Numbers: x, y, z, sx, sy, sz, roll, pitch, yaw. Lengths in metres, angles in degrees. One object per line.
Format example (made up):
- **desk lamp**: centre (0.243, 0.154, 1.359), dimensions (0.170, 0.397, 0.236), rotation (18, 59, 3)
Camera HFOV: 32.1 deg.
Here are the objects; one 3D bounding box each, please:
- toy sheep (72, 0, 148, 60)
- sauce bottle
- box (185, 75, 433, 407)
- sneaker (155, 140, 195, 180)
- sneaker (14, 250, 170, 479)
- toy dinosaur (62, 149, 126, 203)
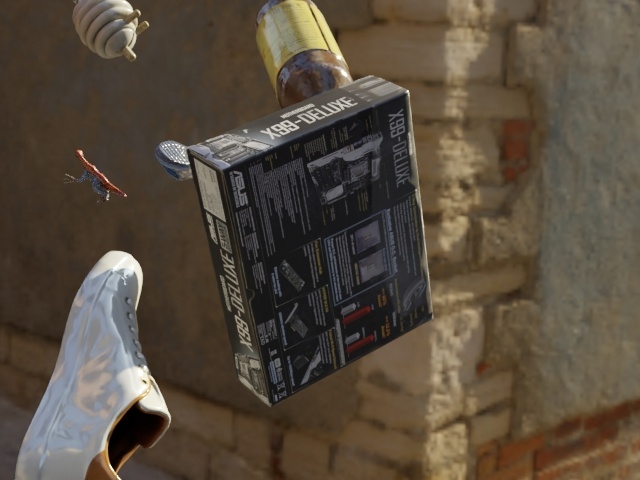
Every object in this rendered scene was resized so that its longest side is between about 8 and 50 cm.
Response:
- **toy sheep**: centre (-0.288, -0.294, 1.512), dimensions (0.091, 0.091, 0.132), rotation (-9, 51, -47)
- **sauce bottle**: centre (-0.015, -0.226, 1.547), dimensions (0.111, 0.111, 0.344), rotation (0, 37, -13)
- **box**: centre (0.000, 0.000, 1.241), dimensions (0.242, 0.307, 0.076), rotation (-26, 34, -26)
- **sneaker**: centre (-0.235, -0.125, 1.825), dimensions (0.059, 0.053, 0.144), rotation (-38, -15, 16)
- **sneaker**: centre (-0.196, 0.137, 1.091), dimensions (0.123, 0.106, 0.290), rotation (6, 51, 5)
- **toy dinosaur**: centre (-0.339, -0.101, 1.675), dimensions (0.090, 0.082, 0.047), rotation (-10, 19, 15)
